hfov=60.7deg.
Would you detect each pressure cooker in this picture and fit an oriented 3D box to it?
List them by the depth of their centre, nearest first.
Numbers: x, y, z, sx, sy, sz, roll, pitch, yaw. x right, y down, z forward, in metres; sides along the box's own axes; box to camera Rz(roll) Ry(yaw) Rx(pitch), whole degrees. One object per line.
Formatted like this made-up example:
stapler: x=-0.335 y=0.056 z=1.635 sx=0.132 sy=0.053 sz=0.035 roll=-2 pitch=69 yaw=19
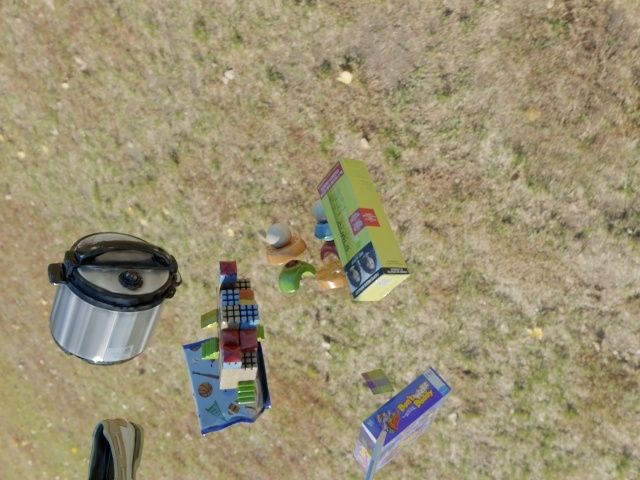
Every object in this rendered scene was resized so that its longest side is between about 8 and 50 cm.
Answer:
pressure cooker: x=-0.706 y=0.172 z=1.884 sx=0.375 sy=0.370 sz=0.420 roll=30 pitch=119 yaw=4

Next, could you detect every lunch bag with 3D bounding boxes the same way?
lunch bag: x=-0.324 y=0.506 z=2.037 sx=0.239 sy=0.385 sz=0.328 roll=-13 pitch=81 yaw=3

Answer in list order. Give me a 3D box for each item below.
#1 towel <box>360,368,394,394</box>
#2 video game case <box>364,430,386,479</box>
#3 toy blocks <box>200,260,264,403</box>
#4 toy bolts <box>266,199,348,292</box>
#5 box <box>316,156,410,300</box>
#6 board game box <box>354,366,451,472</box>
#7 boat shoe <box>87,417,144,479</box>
towel: x=0.142 y=0.351 z=1.357 sx=0.083 sy=0.060 sz=0.009 roll=-129 pitch=37 yaw=-55
video game case: x=0.094 y=0.415 z=0.991 sx=0.011 sy=0.087 sz=0.122 roll=17 pitch=89 yaw=15
toy blocks: x=-0.239 y=0.236 z=1.554 sx=0.261 sy=0.191 sz=0.381 roll=109 pitch=156 yaw=-53
toy bolts: x=0.000 y=0.000 z=1.314 sx=0.218 sy=0.228 sz=0.158 roll=-2 pitch=117 yaw=42
box: x=0.064 y=-0.022 z=0.899 sx=0.087 sy=0.058 sz=0.232 roll=-46 pitch=50 yaw=42
board game box: x=0.213 y=0.500 z=1.480 sx=0.078 sy=0.233 sz=0.347 roll=47 pitch=157 yaw=26
boat shoe: x=-0.446 y=0.527 z=1.138 sx=0.113 sy=0.302 sz=0.103 roll=-22 pitch=145 yaw=19
